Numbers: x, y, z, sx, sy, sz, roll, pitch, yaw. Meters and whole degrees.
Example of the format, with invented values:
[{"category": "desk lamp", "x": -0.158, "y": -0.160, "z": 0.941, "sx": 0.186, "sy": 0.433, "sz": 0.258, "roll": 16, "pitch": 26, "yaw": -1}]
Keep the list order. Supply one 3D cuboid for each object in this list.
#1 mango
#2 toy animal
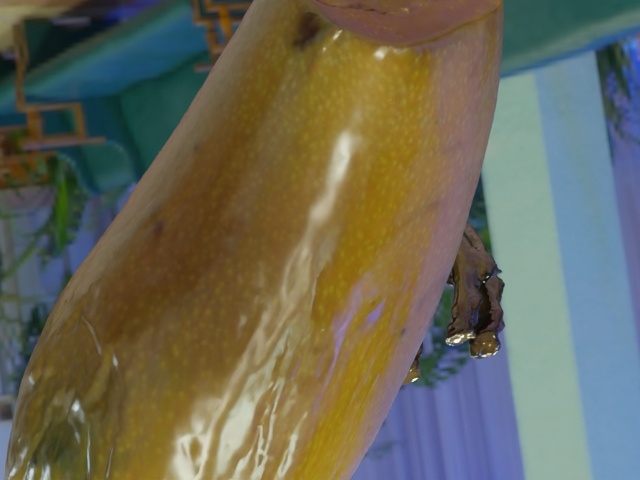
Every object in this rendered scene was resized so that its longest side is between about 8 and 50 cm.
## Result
[{"category": "mango", "x": -0.027, "y": 0.027, "z": 0.575, "sx": 0.144, "sy": 0.359, "sz": 0.187, "roll": 31, "pitch": -169, "yaw": 12}, {"category": "toy animal", "x": 0.008, "y": -0.005, "z": 0.839, "sx": 0.149, "sy": 0.275, "sz": 0.054, "roll": -30, "pitch": 140, "yaw": -19}]
